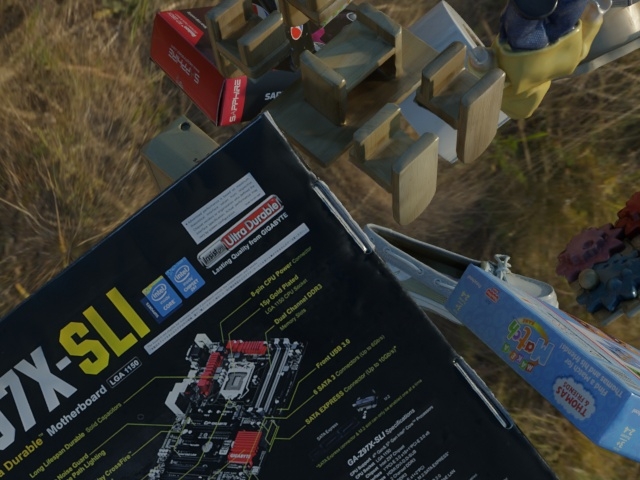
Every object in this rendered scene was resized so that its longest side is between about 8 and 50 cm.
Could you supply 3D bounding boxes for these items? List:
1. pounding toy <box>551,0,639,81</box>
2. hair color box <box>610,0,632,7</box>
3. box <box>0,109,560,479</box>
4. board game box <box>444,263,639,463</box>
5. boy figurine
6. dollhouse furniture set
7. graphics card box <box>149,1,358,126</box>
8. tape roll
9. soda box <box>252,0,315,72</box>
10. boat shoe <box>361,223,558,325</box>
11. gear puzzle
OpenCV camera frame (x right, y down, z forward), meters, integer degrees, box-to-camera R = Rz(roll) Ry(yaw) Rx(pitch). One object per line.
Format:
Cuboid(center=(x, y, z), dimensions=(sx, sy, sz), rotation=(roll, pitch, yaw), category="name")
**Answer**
Cuboid(center=(0.428, -0.359, 1.550), dimensions=(0.269, 0.154, 0.155), rotation=(-26, 103, -8), category="pounding toy")
Cuboid(center=(0.315, -0.355, 1.198), dimensions=(0.093, 0.053, 0.167), rotation=(-2, 130, 17), category="hair color box")
Cuboid(center=(-0.073, 0.132, 0.541), dimensions=(0.322, 0.079, 0.257), rotation=(-40, 91, -5), category="box")
Cuboid(center=(0.197, 0.097, 0.640), dimensions=(0.211, 0.160, 0.039), rotation=(25, 101, -32), category="board game box")
Cuboid(center=(0.243, -0.227, 1.153), dimensions=(0.177, 0.285, 0.092), rotation=(-26, 74, -4), category="boy figurine")
Cuboid(center=(-0.008, -0.079, 0.829), dimensions=(0.242, 0.161, 0.212), rotation=(-43, 67, -16), category="dollhouse furniture set")
Cuboid(center=(-0.059, -0.302, 1.661), dimensions=(0.371, 0.233, 0.094), rotation=(-13, 132, -32), category="graphics card box")
Cuboid(center=(0.231, -0.288, 1.852), dimensions=(0.169, 0.246, 0.246), rotation=(-38, 99, 17), category="tape roll")
Cuboid(center=(-0.059, -0.301, 1.320), dimensions=(0.060, 0.053, 0.169), rotation=(-55, 145, -33), category="soda box")
Cuboid(center=(0.209, 0.056, 1.572), dimensions=(0.320, 0.118, 0.103), rotation=(14, 117, 14), category="boat shoe")
Cuboid(center=(0.395, -0.049, 1.062), dimensions=(0.339, 0.175, 0.044), rotation=(-37, 110, 10), category="gear puzzle")
